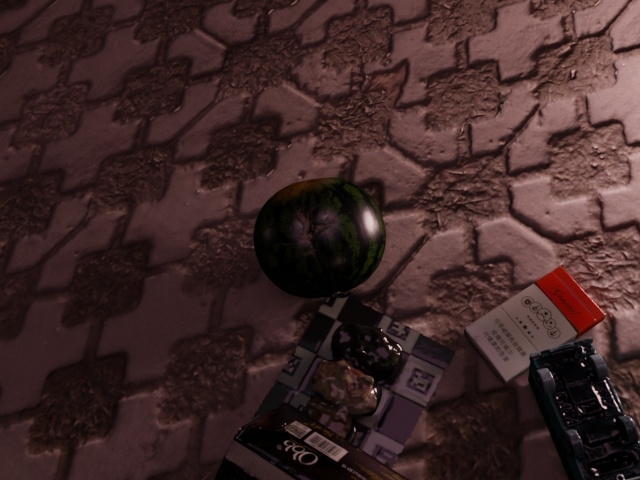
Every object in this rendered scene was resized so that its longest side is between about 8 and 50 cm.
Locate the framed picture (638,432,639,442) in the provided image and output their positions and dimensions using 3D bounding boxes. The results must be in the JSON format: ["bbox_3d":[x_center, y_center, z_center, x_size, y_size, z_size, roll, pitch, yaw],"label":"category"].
[{"bbox_3d":[0.600,0.386,1.320,0.089,0.007,0.066,14,65,16],"label":"framed picture"}]

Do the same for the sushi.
[{"bbox_3d":[0.047,0.281,1.405,0.296,0.100,0.373,26,68,20],"label":"sushi"}]

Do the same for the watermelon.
[{"bbox_3d":[-0.002,-0.005,1.485,0.268,0.269,0.269,-4,61,6],"label":"watermelon"}]

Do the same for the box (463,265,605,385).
[{"bbox_3d":[0.423,0.166,1.451,0.245,0.035,0.139,-32,61,-10],"label":"box"}]

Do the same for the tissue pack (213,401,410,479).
[{"bbox_3d":[0.008,0.448,1.227,0.369,0.210,0.198,29,110,22],"label":"tissue pack"}]

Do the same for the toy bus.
[{"bbox_3d":[0.469,0.321,1.295,0.128,0.147,0.256,-15,55,1],"label":"toy bus"}]
